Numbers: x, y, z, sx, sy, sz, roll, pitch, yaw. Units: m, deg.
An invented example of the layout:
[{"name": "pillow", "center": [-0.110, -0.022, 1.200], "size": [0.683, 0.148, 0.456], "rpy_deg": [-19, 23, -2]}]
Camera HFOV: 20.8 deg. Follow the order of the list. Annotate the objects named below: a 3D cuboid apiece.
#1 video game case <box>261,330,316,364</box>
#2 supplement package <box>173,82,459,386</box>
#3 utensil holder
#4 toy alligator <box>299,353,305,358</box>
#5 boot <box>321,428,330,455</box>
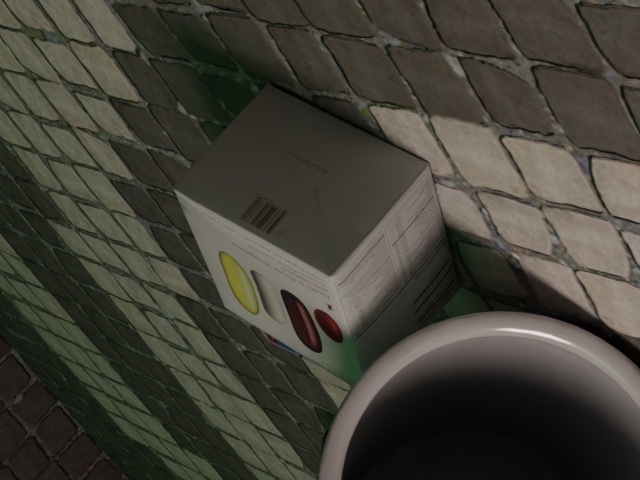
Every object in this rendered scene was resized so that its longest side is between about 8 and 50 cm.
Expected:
[{"name": "video game case", "center": [0.003, 0.094, 2.005], "size": [0.285, 0.025, 0.204], "rpy_deg": [22, 153, 41]}, {"name": "supplement package", "center": [0.000, 0.000, 1.628], "size": [0.194, 0.149, 0.203], "rpy_deg": [29, 156, 30]}, {"name": "utensil holder", "center": [0.157, 0.280, 1.664], "size": [0.327, 0.327, 0.385], "rpy_deg": [37, 163, 12]}, {"name": "toy alligator", "center": [0.037, 0.116, 1.884], "size": [0.051, 0.056, 0.189], "rpy_deg": [5, 175, -26]}, {"name": "boot", "center": [0.104, 0.330, 2.222], "size": [0.161, 0.083, 0.246], "rpy_deg": [-33, 67, 35]}]
